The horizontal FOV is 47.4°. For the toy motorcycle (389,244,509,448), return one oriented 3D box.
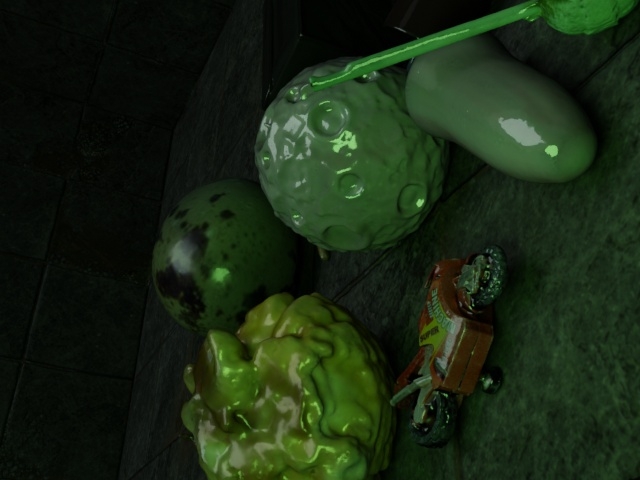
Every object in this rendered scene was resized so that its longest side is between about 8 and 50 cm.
[{"bbox_3d":[0.183,0.137,1.013,0.171,0.089,0.298,-132,59,-67],"label":"toy motorcycle"}]

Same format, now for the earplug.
[{"bbox_3d":[0.250,-0.165,0.965,0.172,0.172,0.301,-67,28,20],"label":"earplug"}]

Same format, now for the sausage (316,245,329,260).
[{"bbox_3d":[0.000,0.000,1.647,0.132,0.024,0.024,-104,35,-53],"label":"sausage"}]

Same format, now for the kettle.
[{"bbox_3d":[0.222,-0.428,1.243,0.232,0.144,0.202,-59,9,8],"label":"kettle"}]

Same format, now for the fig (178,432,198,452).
[{"bbox_3d":[-0.261,0.502,1.824,0.119,0.153,0.119,-24,45,26],"label":"fig"}]

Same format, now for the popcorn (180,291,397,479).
[{"bbox_3d":[-0.034,0.278,1.166,0.344,0.354,0.390,42,159,30],"label":"popcorn"}]

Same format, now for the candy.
[{"bbox_3d":[0.190,-0.269,0.943,0.440,0.119,0.119,-17,50,18],"label":"candy"}]

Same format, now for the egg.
[{"bbox_3d":[-0.218,0.035,1.730,0.428,0.345,0.345,-89,24,-50],"label":"egg"}]

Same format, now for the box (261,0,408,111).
[{"bbox_3d":[0.023,-0.432,1.569,0.204,0.251,0.345,-52,33,45],"label":"box"}]

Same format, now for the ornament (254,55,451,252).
[{"bbox_3d":[0.046,-0.148,1.240,0.337,0.337,0.337,-165,90,-69],"label":"ornament"}]

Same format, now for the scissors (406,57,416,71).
[{"bbox_3d":[0.214,-0.413,1.360,0.138,0.041,0.289,-23,56,54],"label":"scissors"}]
